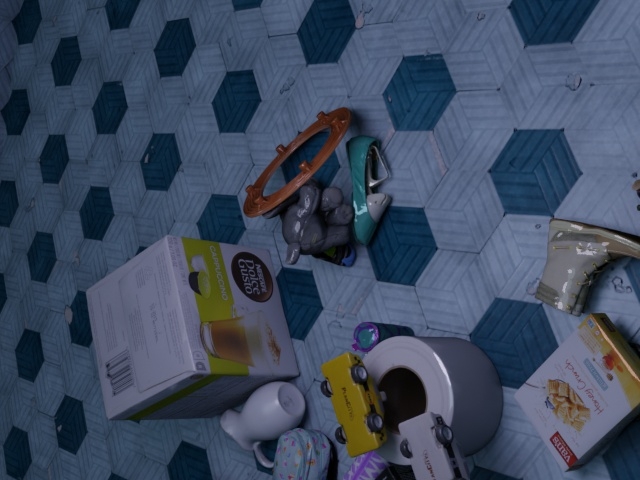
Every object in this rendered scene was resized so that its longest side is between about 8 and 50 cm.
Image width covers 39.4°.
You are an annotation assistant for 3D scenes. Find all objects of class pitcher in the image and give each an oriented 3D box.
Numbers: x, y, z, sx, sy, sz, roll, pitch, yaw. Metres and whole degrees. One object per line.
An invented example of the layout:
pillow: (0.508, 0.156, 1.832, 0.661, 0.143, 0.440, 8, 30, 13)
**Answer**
pitcher: (-0.115, 0.433, 2.094, 0.207, 0.125, 0.177, -38, 90, 37)

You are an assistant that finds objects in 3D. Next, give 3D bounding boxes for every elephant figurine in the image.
elephant figurine: (-0.041, -0.050, 1.990, 0.239, 0.186, 0.169, 14, 106, 61)

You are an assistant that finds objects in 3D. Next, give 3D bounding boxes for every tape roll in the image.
tape roll: (0.208, 0.309, 1.748, 0.246, 0.169, 0.246, -6, 81, 43)

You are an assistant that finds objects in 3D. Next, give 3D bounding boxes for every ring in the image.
ring: (-0.061, -0.185, 2.024, 0.337, 0.032, 0.336, -41, 18, 17)

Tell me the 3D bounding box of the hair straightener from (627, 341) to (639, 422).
hair straightener: (0.547, 0.275, 1.507, 0.089, 0.047, 0.230, -38, 60, 34)

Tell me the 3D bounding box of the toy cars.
toy cars: (0.146, 0.351, 1.631, 0.394, 0.087, 0.176, 33, 112, 38)

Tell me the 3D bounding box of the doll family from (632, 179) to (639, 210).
doll family: (0.609, -0.062, 1.454, 0.076, 0.111, 0.193, -49, 32, -14)

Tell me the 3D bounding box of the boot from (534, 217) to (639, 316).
boot: (0.481, 0.057, 1.580, 0.213, 0.077, 0.165, 18, 97, 49)

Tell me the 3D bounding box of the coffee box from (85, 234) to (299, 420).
coffee box: (-0.308, 0.220, 2.145, 0.338, 0.334, 0.337, -32, 63, 35)

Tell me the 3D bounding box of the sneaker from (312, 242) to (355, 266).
sneaker: (0.000, 0.000, 2.052, 0.188, 0.078, 0.067, 36, 112, 41)

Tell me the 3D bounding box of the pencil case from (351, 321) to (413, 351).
pencil case: (0.131, 0.204, 1.847, 0.070, 0.152, 0.064, -42, 59, 24)

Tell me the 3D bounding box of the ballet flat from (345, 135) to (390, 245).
ballet flat: (0.109, -0.115, 1.965, 0.087, 0.083, 0.247, -10, 79, 29)

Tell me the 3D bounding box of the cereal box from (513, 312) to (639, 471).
cereal box: (0.460, 0.267, 1.563, 0.240, 0.047, 0.173, -58, 46, 34)

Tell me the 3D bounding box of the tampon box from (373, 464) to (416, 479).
tampon box: (0.172, 0.550, 1.798, 0.120, 0.101, 0.161, -52, 52, 26)

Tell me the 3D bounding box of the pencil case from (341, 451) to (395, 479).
pencil case: (0.097, 0.486, 1.889, 0.086, 0.088, 0.206, 45, 114, 44)

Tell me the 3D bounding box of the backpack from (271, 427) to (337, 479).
backpack: (-0.039, 0.513, 2.001, 0.152, 0.115, 0.181, 10, 89, 47)
